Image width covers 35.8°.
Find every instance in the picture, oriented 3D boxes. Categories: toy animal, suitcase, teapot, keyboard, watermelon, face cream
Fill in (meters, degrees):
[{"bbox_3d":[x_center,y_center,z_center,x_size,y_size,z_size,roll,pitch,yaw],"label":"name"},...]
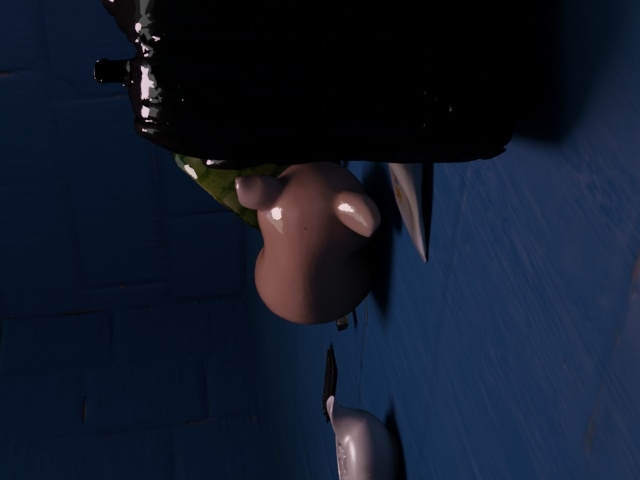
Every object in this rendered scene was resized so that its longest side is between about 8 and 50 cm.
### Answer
[{"bbox_3d":[0.001,-0.004,1.396,0.213,0.195,0.256,-64,-19,-53],"label":"toy animal"},{"bbox_3d":[-0.016,-0.163,0.835,0.345,0.339,0.188,-130,40,-76],"label":"suitcase"},{"bbox_3d":[0.063,0.324,1.420,0.145,0.092,0.226,-123,28,-78],"label":"teapot"},{"bbox_3d":[0.015,0.287,1.980,0.196,0.015,0.074,95,167,-49],"label":"keyboard"},{"bbox_3d":[-0.110,-0.168,1.843,0.189,0.331,0.331,-47,33,24],"label":"watermelon"},{"bbox_3d":[0.090,-0.091,1.126,0.114,0.070,0.224,-107,6,-54],"label":"face cream"}]

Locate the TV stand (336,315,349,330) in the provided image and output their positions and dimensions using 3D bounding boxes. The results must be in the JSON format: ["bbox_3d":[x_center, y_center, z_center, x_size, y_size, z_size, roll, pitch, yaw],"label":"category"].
[{"bbox_3d":[0.023,0.030,1.684,0.036,0.042,0.249,110,154,-65],"label":"TV stand"}]
